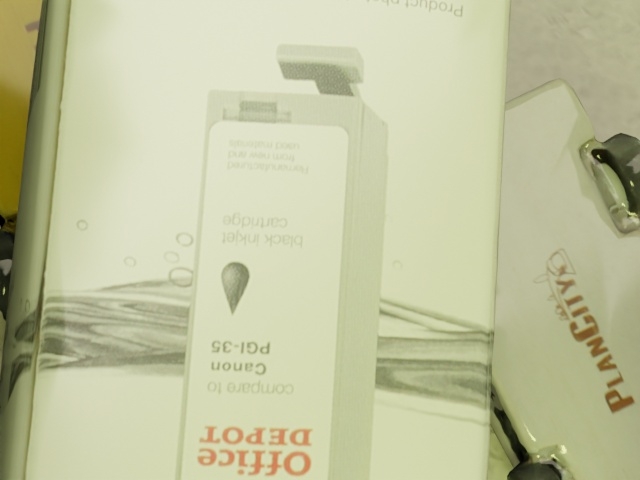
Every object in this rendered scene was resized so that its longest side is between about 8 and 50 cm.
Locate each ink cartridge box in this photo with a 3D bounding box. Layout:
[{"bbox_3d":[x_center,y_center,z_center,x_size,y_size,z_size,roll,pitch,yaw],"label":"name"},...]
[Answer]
[{"bbox_3d":[-0.031,0.020,0.484,0.117,0.207,0.283,6,80,-11],"label":"ink cartridge box"}]

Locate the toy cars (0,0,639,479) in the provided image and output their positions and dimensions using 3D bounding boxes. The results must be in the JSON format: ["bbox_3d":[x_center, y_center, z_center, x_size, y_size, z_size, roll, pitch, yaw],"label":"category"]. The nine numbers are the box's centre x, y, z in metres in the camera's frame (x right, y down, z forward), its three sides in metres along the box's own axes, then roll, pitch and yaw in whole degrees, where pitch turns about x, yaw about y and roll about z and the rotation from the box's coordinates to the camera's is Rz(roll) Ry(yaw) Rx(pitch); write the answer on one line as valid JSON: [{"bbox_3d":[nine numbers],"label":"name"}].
[{"bbox_3d":[0.000,0.000,0.643,0.393,0.087,0.177,24,78,-2],"label":"toy cars"}]
